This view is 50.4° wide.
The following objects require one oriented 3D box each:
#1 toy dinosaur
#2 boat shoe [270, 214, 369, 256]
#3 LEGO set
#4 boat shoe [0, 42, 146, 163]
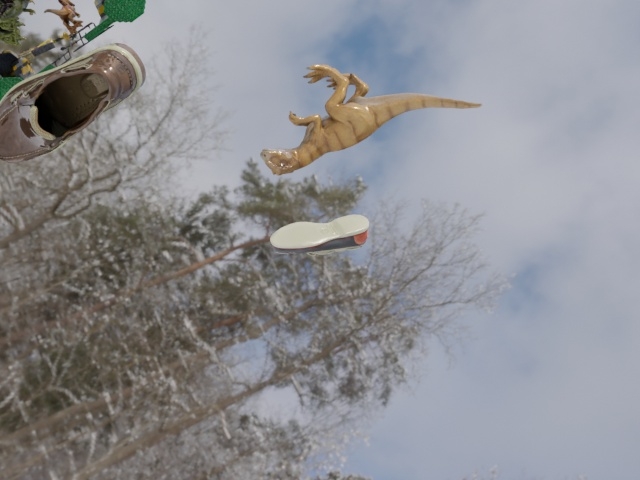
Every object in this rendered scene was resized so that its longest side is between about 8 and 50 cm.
[{"bbox_3d":[0.039,-0.127,0.685,0.064,0.212,0.112,53,15,-72],"label":"toy dinosaur"},{"bbox_3d":[0.000,0.000,0.904,0.043,0.137,0.049,96,-25,-44],"label":"boat shoe"},{"bbox_3d":[-0.429,-0.370,0.957,0.331,0.255,0.192,-37,-119,16],"label":"LEGO set"},{"bbox_3d":[-0.343,-0.164,0.857,0.258,0.095,0.095,-27,-66,24],"label":"boat shoe"}]
